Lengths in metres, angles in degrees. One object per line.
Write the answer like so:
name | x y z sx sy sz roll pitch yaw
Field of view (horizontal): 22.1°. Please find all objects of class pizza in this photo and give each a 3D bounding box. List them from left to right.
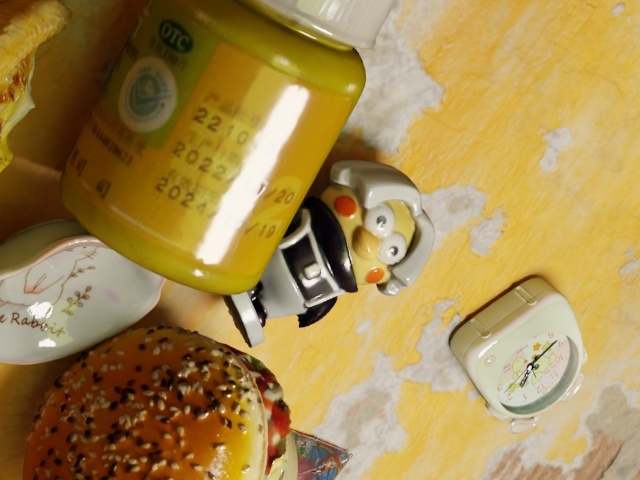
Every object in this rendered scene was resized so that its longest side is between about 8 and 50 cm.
pizza | -0.322 -0.085 1.505 0.280 0.075 0.287 -57 172 -44

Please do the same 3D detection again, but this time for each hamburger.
hamburger | -0.169 0.224 1.691 0.300 0.300 0.176 -43 145 -1

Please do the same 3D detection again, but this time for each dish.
dish | -0.266 0.035 1.622 0.229 0.081 0.229 -18 154 -10

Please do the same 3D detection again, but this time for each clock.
clock | 0.253 0.151 2.027 0.151 0.062 0.191 -35 130 -8

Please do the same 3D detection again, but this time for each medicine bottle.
medicine bottle | -0.072 -0.160 1.549 0.224 0.224 0.384 19 108 -36

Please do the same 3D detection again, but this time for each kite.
kite | -0.034 0.284 1.976 0.159 0.010 0.190 -18 123 -18

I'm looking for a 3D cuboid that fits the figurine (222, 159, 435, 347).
figurine | 0.000 0.000 1.751 0.236 0.133 0.176 -24 108 -8
